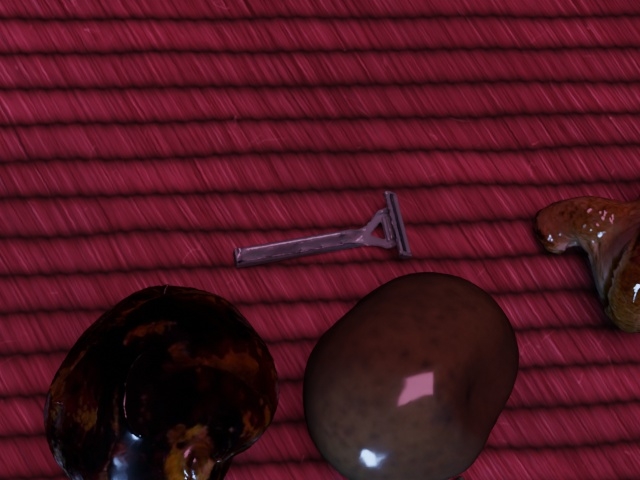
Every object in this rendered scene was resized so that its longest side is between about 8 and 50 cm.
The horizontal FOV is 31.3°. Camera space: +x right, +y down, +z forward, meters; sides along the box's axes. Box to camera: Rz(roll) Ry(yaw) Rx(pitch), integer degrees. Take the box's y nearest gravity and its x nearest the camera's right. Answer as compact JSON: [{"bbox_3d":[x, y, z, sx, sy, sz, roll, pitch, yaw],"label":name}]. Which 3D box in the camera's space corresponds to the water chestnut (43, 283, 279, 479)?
[{"bbox_3d":[-0.239,0.219,1.627,0.335,0.347,0.335,-7,101,-37],"label":"water chestnut"}]

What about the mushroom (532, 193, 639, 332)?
[{"bbox_3d":[0.493,0.010,1.790,0.255,0.267,0.267,-6,74,-9],"label":"mushroom"}]

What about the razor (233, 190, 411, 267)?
[{"bbox_3d":[-0.001,0.003,1.830,0.278,0.056,0.111,-12,74,-4],"label":"razor"}]

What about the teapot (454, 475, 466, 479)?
[{"bbox_3d":[0.179,0.395,1.739,0.111,0.043,0.043,-25,78,-18],"label":"teapot"}]

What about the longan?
[{"bbox_3d":[0.134,0.205,1.672,0.288,0.288,0.350,39,67,5],"label":"longan"}]
